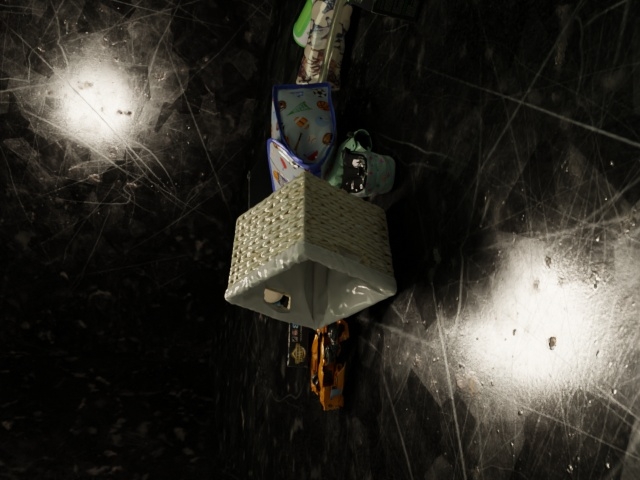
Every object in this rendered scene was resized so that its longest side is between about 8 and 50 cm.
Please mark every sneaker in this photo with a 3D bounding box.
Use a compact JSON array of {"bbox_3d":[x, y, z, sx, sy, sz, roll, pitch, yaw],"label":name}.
[{"bbox_3d":[0.086,-0.213,1.732,0.151,0.094,0.256,139,144,-65],"label":"sneaker"}]

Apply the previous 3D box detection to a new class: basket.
[{"bbox_3d":[-0.024,0.036,1.518,0.331,0.328,0.266,-30,49,41],"label":"basket"}]

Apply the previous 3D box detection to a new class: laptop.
[{"bbox_3d":[-0.206,-0.195,2.628,0.382,0.236,0.408,-96,-16,-45],"label":"laptop"}]

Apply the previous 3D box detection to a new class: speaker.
[{"bbox_3d":[-0.015,-0.885,2.278,0.296,0.131,0.131,145,129,-67],"label":"speaker"}]

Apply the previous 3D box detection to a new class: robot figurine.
[{"bbox_3d":[0.024,0.339,1.725,0.211,0.085,0.291,-146,58,-70],"label":"robot figurine"}]

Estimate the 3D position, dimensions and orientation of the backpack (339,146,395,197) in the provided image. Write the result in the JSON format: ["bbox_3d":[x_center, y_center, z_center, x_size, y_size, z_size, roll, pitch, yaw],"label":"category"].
[{"bbox_3d":[0.127,-0.187,1.596,0.182,0.115,0.152,-164,70,-71],"label":"backpack"}]

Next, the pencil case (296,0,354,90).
[{"bbox_3d":[0.028,-0.721,2.026,0.183,0.159,0.410,-92,14,-73],"label":"pencil case"}]

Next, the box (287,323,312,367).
[{"bbox_3d":[-0.059,0.271,1.917,0.295,0.073,0.293,76,-165,-77],"label":"box"}]

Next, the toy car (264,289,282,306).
[{"bbox_3d":[-0.242,0.152,2.543,0.238,0.210,0.219,-72,-10,-52],"label":"toy car"}]

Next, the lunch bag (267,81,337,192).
[{"bbox_3d":[-0.055,-0.277,1.922,0.328,0.238,0.386,91,171,-55],"label":"lunch bag"}]

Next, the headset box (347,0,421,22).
[{"bbox_3d":[0.191,-0.752,1.581,0.283,0.131,0.246,-113,35,-58],"label":"headset box"}]
